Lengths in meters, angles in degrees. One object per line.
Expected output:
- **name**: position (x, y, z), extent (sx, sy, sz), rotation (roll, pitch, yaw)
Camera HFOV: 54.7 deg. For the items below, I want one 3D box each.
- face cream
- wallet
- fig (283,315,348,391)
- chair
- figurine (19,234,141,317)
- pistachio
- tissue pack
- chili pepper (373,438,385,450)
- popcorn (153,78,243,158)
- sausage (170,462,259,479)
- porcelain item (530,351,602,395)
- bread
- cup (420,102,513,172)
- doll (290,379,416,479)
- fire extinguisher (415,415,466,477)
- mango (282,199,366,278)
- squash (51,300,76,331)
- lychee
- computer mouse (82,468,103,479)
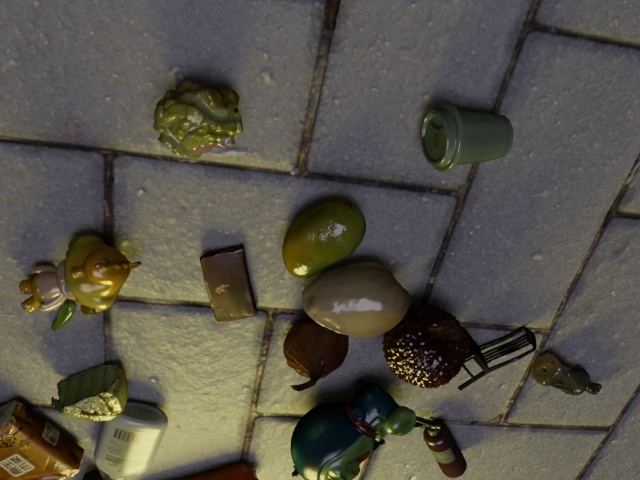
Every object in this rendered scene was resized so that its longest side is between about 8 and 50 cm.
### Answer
- **face cream**: position (-0.463, 0.504, 1.477), extent (0.143, 0.071, 0.291), rotation (16, 120, -14)
- **wallet**: position (-0.186, 0.091, 1.263), extent (0.095, 0.026, 0.176), rotation (-13, 126, -6)
- **fig**: position (-0.006, 0.247, 1.294), extent (0.133, 0.201, 0.146), rotation (31, 109, -15)
- **chair**: position (0.379, 0.245, 1.415), extent (0.212, 0.084, 0.101), rotation (-33, 126, 15)
- **figurine**: position (-0.456, 0.074, 1.164), extent (0.246, 0.131, 0.157), rotation (-14, 86, 20)
- **pistachio**: position (0.073, 0.117, 1.254), extent (0.223, 0.126, 0.152), rotation (5, 87, -2)
- **tissue pack**: position (-0.688, 0.483, 1.422), extent (0.183, 0.092, 0.226), rotation (-27, 121, 11)
- **chili pepper**: position (0.042, 0.592, 1.614), extent (0.122, 0.065, 0.279), rotation (33, 110, -22)
- **popcorn**: position (-0.197, -0.196, 1.004), extent (0.145, 0.125, 0.126), rotation (-2, 105, -25)
- **sausage**: position (-0.320, 0.658, 1.592), extent (0.330, 0.102, 0.102), rotation (-16, 125, 2)
- **porcelain item**: position (0.619, 0.347, 1.534), extent (0.215, 0.069, 0.081), rotation (26, 113, -28)
- **bread**: position (-0.491, 0.343, 1.353), extent (0.156, 0.103, 0.110), rotation (-15, 133, 10)
- **cup**: position (0.259, -0.185, 1.093), extent (0.141, 0.120, 0.120), rotation (-8, 126, -19)
- **doll**: position (0.060, 0.457, 1.457), extent (0.321, 0.186, 0.198), rotation (-38, 154, -3)
- **fire extinguisher**: position (0.302, 0.529, 1.611), extent (0.099, 0.071, 0.231), rotation (-8, 129, 32)
- **mango**: position (-0.001, -0.003, 1.188), extent (0.191, 0.086, 0.122), rotation (-35, 125, 14)
- **squash**: position (-0.523, 0.156, 1.260), extent (0.027, 0.027, 0.089), rotation (26, 118, -23)
- **lychee**: position (0.220, 0.232, 1.334), extent (0.188, 0.188, 0.188), rotation (-4, 125, -5)
- **computer mouse**: position (-0.569, 0.697, 1.555), extent (0.086, 0.138, 0.270), rotation (-13, 127, -9)
